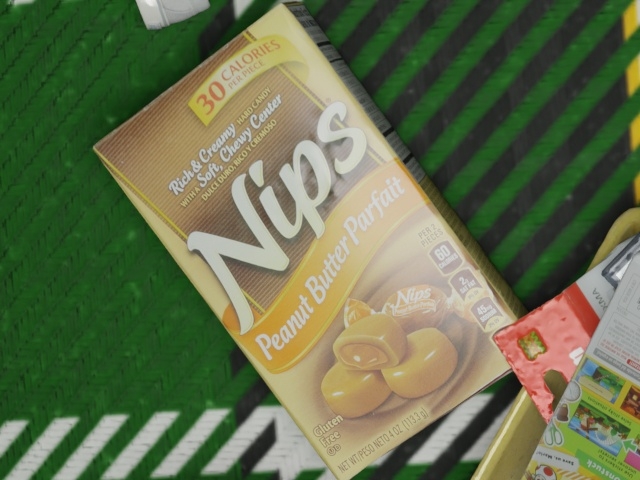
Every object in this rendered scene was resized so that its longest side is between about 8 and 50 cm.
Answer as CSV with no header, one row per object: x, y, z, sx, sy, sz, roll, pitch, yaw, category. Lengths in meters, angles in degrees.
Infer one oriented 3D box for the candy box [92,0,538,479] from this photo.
0.000,0.000,1.264,0.183,0.087,0.316,-36,93,11,candy box

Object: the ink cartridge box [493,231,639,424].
0.230,0.076,1.170,0.179,0.045,0.145,-32,78,4,ink cartridge box

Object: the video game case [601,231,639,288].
0.352,0.047,1.109,0.274,0.026,0.196,45,98,13,video game case

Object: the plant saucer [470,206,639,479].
0.286,0.195,1.236,0.333,0.081,0.332,29,89,3,plant saucer

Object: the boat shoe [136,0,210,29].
-0.128,-0.253,1.258,0.063,0.066,0.184,-16,94,-4,boat shoe

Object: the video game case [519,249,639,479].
0.265,0.147,1.115,0.227,0.026,0.206,31,115,19,video game case
